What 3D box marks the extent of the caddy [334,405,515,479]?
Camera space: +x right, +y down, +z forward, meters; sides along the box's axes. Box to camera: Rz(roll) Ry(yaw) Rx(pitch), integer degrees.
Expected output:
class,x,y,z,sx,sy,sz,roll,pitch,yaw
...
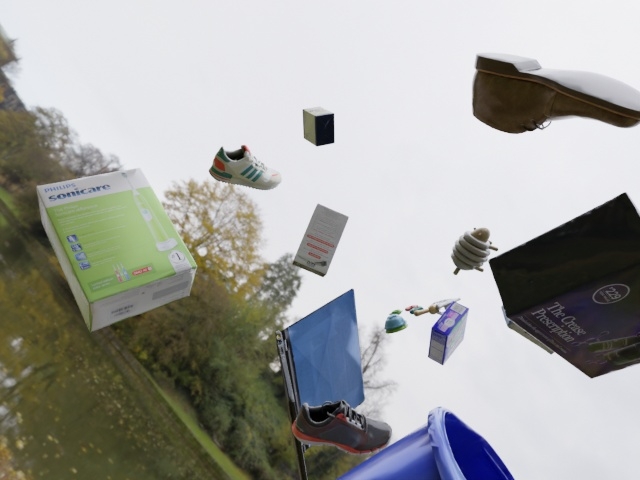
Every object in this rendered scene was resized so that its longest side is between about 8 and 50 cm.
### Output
class,x,y,z,sx,sy,sz,roll,pitch,yaw
caddy,0.150,0.286,0.398,0.341,0.179,0.241,45,16,-46

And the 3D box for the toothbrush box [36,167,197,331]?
class,x,y,z,sx,sy,sz,roll,pitch,yaw
toothbrush box,-0.411,0.007,0.937,0.283,0.206,0.122,54,-39,20

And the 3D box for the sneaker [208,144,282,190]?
class,x,y,z,sx,sy,sz,roll,pitch,yaw
sneaker,-0.144,-0.153,0.954,0.075,0.161,0.057,-63,-142,31

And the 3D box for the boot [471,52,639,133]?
class,x,y,z,sx,sy,sz,roll,pitch,yaw
boot,0.373,-0.221,0.758,0.305,0.112,0.115,42,-43,46

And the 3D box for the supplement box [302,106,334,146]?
class,x,y,z,sx,sy,sz,roll,pitch,yaw
supplement box,-0.005,-0.308,1.249,0.083,0.056,0.083,44,-38,51

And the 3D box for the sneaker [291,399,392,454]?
class,x,y,z,sx,sy,sz,roll,pitch,yaw
sneaker,0.039,0.277,0.703,0.061,0.157,0.065,-110,-150,-66

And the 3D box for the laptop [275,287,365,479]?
class,x,y,z,sx,sy,sz,roll,pitch,yaw
laptop,0.035,0.390,1.126,0.408,0.236,0.382,-118,-161,-68

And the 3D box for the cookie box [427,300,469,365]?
class,x,y,z,sx,sy,sz,roll,pitch,yaw
cookie box,0.271,0.198,0.986,0.040,0.092,0.107,28,-37,32

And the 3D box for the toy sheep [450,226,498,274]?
class,x,y,z,sx,sy,sz,roll,pitch,yaw
toy sheep,0.343,0.027,1.058,0.091,0.091,0.132,36,-67,27

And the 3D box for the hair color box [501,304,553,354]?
class,x,y,z,sx,sy,sz,roll,pitch,yaw
hair color box,0.696,0.144,1.294,0.173,0.105,0.347,32,-62,-8

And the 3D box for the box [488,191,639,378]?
class,x,y,z,sx,sy,sz,roll,pitch,yaw
box,0.384,0.077,0.625,0.261,0.103,0.184,32,-52,-32

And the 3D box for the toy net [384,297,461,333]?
class,x,y,z,sx,sy,sz,roll,pitch,yaw
toy net,0.294,0.208,1.325,0.232,0.122,0.045,-20,-93,25

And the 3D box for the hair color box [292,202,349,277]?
class,x,y,z,sx,sy,sz,roll,pitch,yaw
hair color box,0.000,0.000,1.206,0.093,0.167,0.053,23,-16,-2
